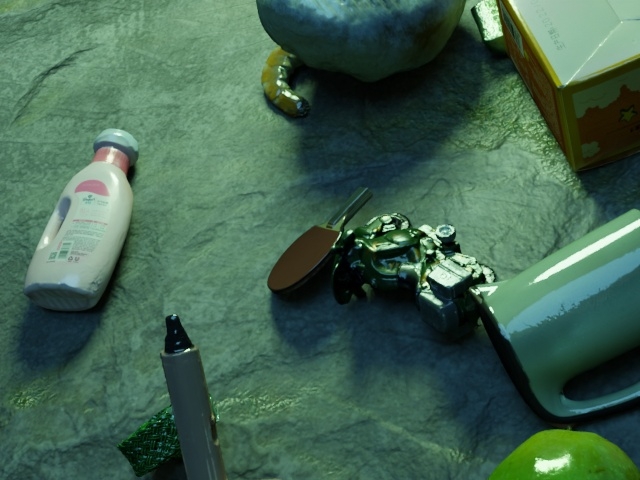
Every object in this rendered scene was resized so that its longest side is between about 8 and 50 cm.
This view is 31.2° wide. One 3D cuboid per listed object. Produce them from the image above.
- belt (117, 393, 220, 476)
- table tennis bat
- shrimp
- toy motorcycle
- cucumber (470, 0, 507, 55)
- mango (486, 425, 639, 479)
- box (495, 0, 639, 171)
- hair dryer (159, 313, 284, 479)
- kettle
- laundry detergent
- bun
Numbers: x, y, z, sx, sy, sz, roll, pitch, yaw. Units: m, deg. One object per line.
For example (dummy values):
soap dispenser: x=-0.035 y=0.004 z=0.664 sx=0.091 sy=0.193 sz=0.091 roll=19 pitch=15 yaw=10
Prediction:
belt: x=-0.208 y=0.276 z=1.622 sx=0.151 sy=0.121 sz=0.079 roll=-38 pitch=90 yaw=-9
table tennis bat: x=0.000 y=0.000 z=1.769 sx=0.220 sy=0.019 sz=0.130 roll=-47 pitch=24 yaw=-13
shrimp: x=-0.027 y=-0.297 z=2.015 sx=0.161 sy=0.049 sz=0.166 roll=-26 pitch=52 yaw=5
toy motorcycle: x=0.122 y=0.049 z=1.655 sx=0.187 sy=0.125 sz=0.274 roll=-35 pitch=43 yaw=-24
cucumber: x=0.322 y=-0.372 z=1.926 sx=0.116 sy=0.062 sz=0.115 roll=-24 pitch=49 yaw=12
mango: x=0.257 y=0.397 z=1.305 sx=0.225 sy=0.201 sz=0.382 roll=19 pitch=67 yaw=20
box: x=0.437 y=-0.299 z=1.733 sx=0.259 sy=0.214 sz=0.283 roll=-20 pitch=52 yaw=2
hair dryer: x=-0.146 y=0.260 z=1.497 sx=0.189 sy=0.344 sz=0.107 roll=-7 pitch=14 yaw=16
kettle: x=0.358 y=0.112 z=1.510 sx=0.255 sy=0.165 sz=0.240 roll=-28 pitch=79 yaw=0
laundry detergent: x=-0.390 y=-0.040 z=1.941 sx=0.159 sy=0.088 sz=0.335 roll=-1 pitch=54 yaw=21
bun: x=0.067 y=-0.418 z=1.937 sx=0.362 sy=0.211 sz=0.362 roll=2 pitch=57 yaw=-3
